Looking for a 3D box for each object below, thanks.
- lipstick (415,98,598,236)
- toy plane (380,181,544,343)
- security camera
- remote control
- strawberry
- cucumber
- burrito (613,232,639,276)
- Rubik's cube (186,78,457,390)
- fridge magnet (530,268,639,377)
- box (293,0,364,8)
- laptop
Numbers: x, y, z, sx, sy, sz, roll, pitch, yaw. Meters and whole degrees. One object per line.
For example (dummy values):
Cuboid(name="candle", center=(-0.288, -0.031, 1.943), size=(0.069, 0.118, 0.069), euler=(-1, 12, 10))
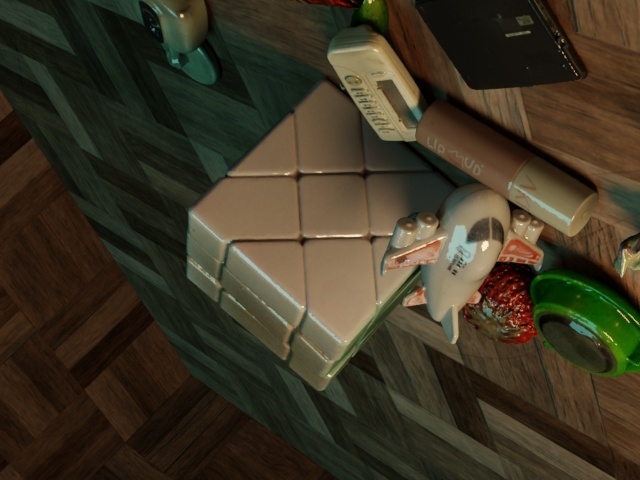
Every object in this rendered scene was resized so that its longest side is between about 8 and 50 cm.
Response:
Cuboid(name="lipstick", center=(0.245, -0.099, 1.584), size=(0.254, 0.070, 0.070), euler=(35, 159, 25))
Cuboid(name="toy plane", center=(0.200, 0.024, 1.682), size=(0.252, 0.252, 0.118), euler=(66, -178, -46))
Cuboid(name="security camera", center=(-0.254, -0.357, 2.057), size=(0.157, 0.080, 0.301), euler=(38, 162, 16))
Cuboid(name="remote control", center=(0.086, -0.211, 1.628), size=(0.090, 0.049, 0.230), euler=(-3, 151, 24))
Cuboid(name="strawberry", center=(0.284, 0.103, 1.859), size=(0.145, 0.086, 0.145), euler=(30, 148, 22))
Cuboid(name="cucumber", center=(0.058, -0.273, 1.636), size=(0.056, 0.056, 0.250), euler=(42, 160, 8))
Cuboid(name="burrito", center=(0.469, 0.070, 1.464), size=(0.144, 0.089, 0.229), euler=(-11, 124, 50))
Cuboid(name="Rubik's cube", center=(0.000, 0.000, 1.900), size=(0.318, 0.322, 0.316), euler=(41, 161, 8))
Cuboid(name="fridge magnet", center=(0.389, 0.122, 1.717), size=(0.208, 0.088, 0.208), euler=(36, 159, 16))
Cuboid(name="box", center=(-0.134, -0.412, 1.500), size=(0.264, 0.116, 0.415), euler=(28, 175, -39))
Cuboid(name="laptop", center=(0.212, -0.242, 1.425), size=(0.154, 0.026, 0.207), euler=(54, 158, -23))
